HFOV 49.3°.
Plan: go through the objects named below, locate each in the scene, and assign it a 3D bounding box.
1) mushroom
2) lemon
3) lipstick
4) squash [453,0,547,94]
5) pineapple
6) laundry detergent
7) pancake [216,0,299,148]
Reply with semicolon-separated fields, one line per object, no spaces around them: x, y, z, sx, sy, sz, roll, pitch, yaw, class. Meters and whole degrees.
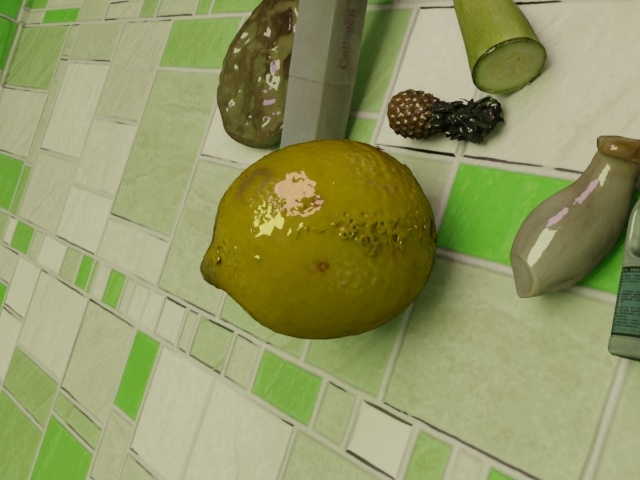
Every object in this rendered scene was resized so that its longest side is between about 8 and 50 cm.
0.279;-0.025;0.760;0.212;0.097;0.088;-56;35;15;mushroom
0.000;0.000;0.891;0.258;0.311;0.257;170;90;-75;lemon
0.012;-0.304;1.053;0.080;0.076;0.371;22;111;39;lipstick
0.215;-0.295;0.932;0.094;0.094;0.224;-39;46;29;squash
0.168;-0.168;0.942;0.160;0.074;0.074;12;86;39;pineapple
0.353;0.012;0.693;0.099;0.070;0.225;4;80;51;laundry detergent
-0.089;-0.310;1.253;0.295;0.050;0.294;-14;71;43;pancake
